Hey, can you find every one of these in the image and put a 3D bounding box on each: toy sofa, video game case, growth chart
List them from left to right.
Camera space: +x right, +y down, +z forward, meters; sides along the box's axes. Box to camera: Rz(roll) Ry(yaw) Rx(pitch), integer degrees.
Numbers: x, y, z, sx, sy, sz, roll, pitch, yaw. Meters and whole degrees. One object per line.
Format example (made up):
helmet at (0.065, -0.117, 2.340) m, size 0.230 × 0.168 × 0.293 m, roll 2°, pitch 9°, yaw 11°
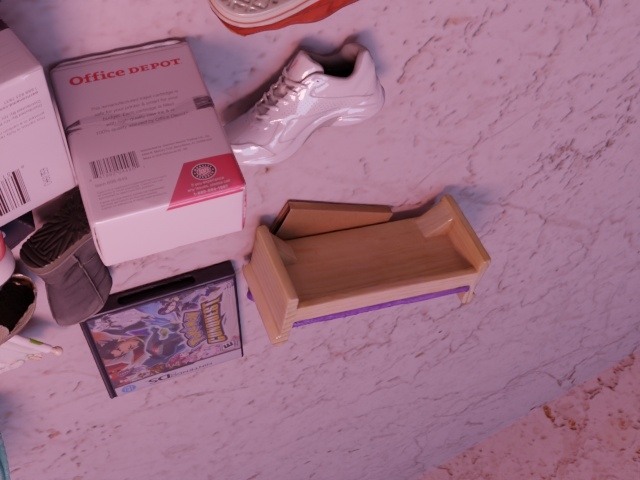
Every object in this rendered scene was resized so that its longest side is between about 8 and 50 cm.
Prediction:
growth chart at (-0.524, 0.174, 1.164) m, size 0.237 × 0.021 × 0.172 m, roll -19°, pitch 151°, yaw 15°
video game case at (-0.257, 0.157, 1.345) m, size 0.248 × 0.035 × 0.275 m, roll -16°, pitch 146°, yaw -13°
toy sofa at (0.070, 0.059, 1.280) m, size 0.362 × 0.150 × 0.177 m, roll -10°, pitch 143°, yaw -23°

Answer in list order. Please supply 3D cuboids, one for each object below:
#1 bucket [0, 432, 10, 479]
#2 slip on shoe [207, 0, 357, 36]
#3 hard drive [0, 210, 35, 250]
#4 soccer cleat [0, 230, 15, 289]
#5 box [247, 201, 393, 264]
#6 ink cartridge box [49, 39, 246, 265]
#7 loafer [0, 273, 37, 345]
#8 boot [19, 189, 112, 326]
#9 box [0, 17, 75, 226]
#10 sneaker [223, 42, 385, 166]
bucket at (-0.608, 0.389, 1.237) m, size 0.183 × 0.281 × 0.281 m, roll -2°, pitch 141°, yaw -41°
slip on shoe at (0.033, -0.303, 0.843) m, size 0.331 × 0.123 × 0.101 m, roll -25°, pitch 180°, yaw -10°
hard drive at (-0.542, 0.017, 0.936) m, size 0.339 × 0.064 × 0.237 m, roll -36°, pitch 146°, yaw 14°
soccer cleat at (-0.501, 0.038, 0.859) m, size 0.318 × 0.108 × 0.116 m, roll -18°, pitch 126°, yaw -8°
box at (0.000, 0.000, 1.308) m, size 0.201 × 0.021 × 0.164 m, roll 1°, pitch 139°, yaw -34°
ink cartridge box at (-0.187, -0.099, 0.864) m, size 0.158 × 0.218 × 0.092 m, roll -15°, pitch 151°, yaw -15°
loafer at (-0.452, 0.119, 1.003) m, size 0.102 × 0.268 × 0.092 m, roll 39°, pitch 126°, yaw -6°
boot at (-0.305, 0.021, 1.085) m, size 0.189 × 0.076 × 0.208 m, roll -37°, pitch 157°, yaw -16°
box at (-0.351, -0.098, 0.757) m, size 0.181 × 0.119 × 0.182 m, roll -34°, pitch 156°, yaw -24°
sneaker at (-0.034, -0.179, 0.991) m, size 0.232 × 0.090 × 0.115 m, roll -29°, pitch 141°, yaw -11°
